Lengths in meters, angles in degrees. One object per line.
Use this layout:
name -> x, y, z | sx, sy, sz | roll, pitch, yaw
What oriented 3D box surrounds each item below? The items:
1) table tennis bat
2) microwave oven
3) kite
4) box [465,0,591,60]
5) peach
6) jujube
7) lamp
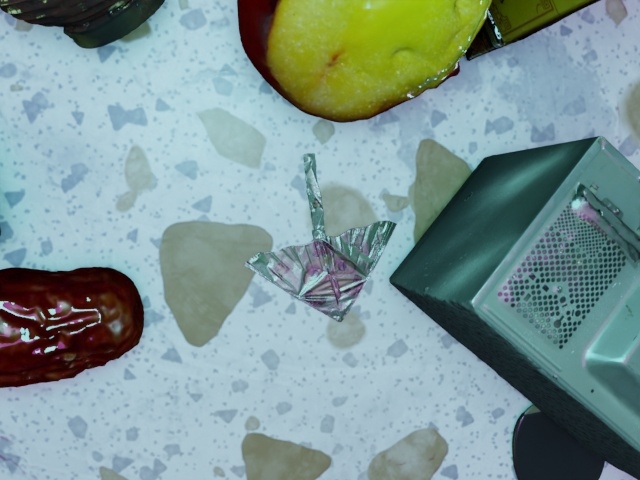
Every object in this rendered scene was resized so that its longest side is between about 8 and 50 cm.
table tennis bat -> 0.365, 0.276, 1.136 | 0.154, 0.021, 0.274 | -8, 100, -8
microwave oven -> 0.355, 0.107, 0.925 | 0.432, 0.374, 0.236 | 39, 84, -9
kite -> 0.000, 0.000, 1.060 | 0.229, 0.012, 0.250 | -13, 97, -7
box -> 0.241, -0.378, 0.840 | 0.115, 0.415, 0.264 | -26, 99, -9
peach -> 0.061, -0.291, 0.865 | 0.281, 0.338, 0.281 | 3, 85, -37
jujube -> -0.349, 0.106, 0.958 | 0.230, 0.155, 0.155 | -8, 98, -8
lamp -> -0.293, -0.358, 0.867 | 0.246, 0.247, 0.247 | -1, 97, -7
